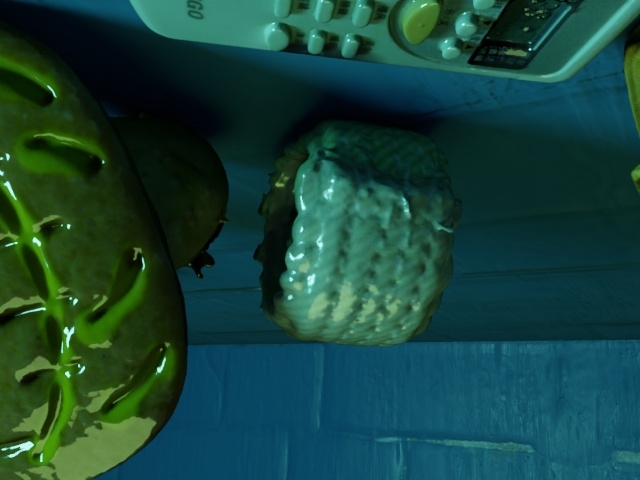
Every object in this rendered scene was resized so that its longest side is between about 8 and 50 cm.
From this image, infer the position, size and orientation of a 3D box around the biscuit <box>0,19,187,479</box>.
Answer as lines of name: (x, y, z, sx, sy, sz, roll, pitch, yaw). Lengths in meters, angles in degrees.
biscuit: (-0.288, 0.034, 0.530, 0.351, 0.394, 0.070, -22, -165, 9)

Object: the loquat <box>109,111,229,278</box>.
loquat: (-0.178, -0.048, 0.627, 0.205, 0.149, 0.172, 27, -157, -9)

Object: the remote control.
remote control: (0.035, -0.151, 0.386, 0.297, 0.056, 0.140, 4, 164, -8)

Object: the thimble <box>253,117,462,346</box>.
thimble: (0.028, -0.007, 0.639, 0.150, 0.218, 0.219, 8, 165, -16)

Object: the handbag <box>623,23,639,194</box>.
handbag: (0.413, -0.063, 0.535, 0.283, 0.133, 0.401, -11, 160, 29)
